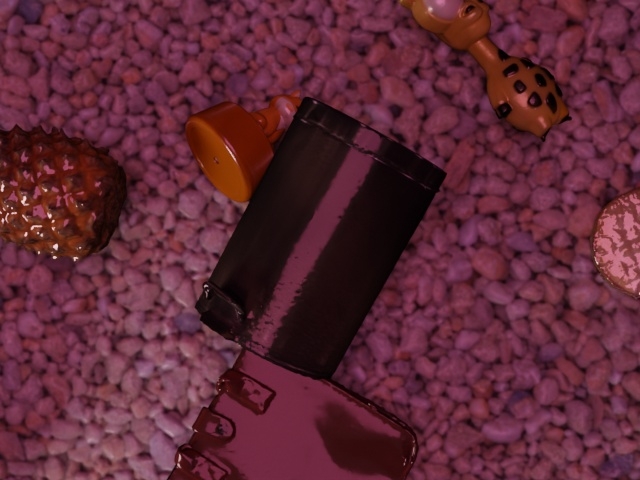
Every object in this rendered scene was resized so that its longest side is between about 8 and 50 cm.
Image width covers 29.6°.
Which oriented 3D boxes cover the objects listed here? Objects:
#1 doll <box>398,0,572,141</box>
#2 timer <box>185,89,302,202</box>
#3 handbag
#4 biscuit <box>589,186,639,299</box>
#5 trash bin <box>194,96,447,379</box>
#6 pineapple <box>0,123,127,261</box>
[{"bbox_3d":[0.214,-0.252,1.583,0.291,0.086,0.117,50,50,6],"label":"doll"},{"bbox_3d":[-0.079,-0.143,1.585,0.152,0.132,0.132,-36,86,-22],"label":"timer"},{"bbox_3d":[-0.040,0.293,1.569,0.276,0.084,0.260,31,91,4],"label":"handbag"},{"bbox_3d":[0.428,0.003,1.590,0.152,0.020,0.152,0,87,2],"label":"biscuit"},{"bbox_3d":[0.000,0.000,1.514,0.203,0.252,0.301,31,94,38],"label":"trash bin"},{"bbox_3d":[-0.433,-0.084,1.563,0.361,0.175,0.175,15,88,3],"label":"pineapple"}]
